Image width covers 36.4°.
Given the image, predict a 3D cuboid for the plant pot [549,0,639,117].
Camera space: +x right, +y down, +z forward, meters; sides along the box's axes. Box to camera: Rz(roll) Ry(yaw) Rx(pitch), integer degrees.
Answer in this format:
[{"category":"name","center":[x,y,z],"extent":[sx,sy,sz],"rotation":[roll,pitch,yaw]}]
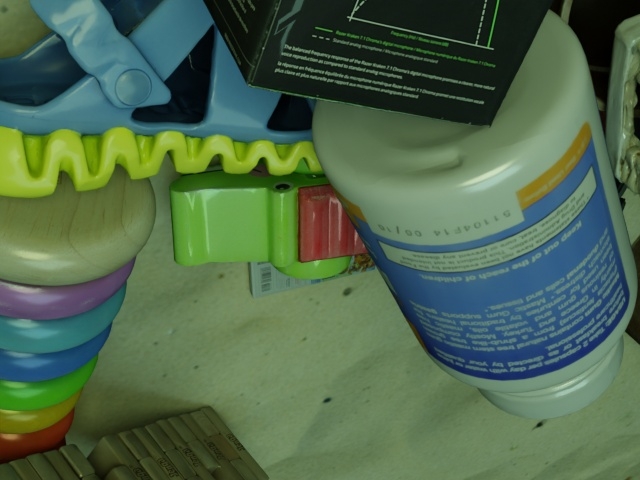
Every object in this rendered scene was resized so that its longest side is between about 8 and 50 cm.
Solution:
[{"category":"plant pot","center":[0.183,-0.190,0.610],"extent":[0.167,0.165,0.167],"rotation":[-13,132,-15]}]

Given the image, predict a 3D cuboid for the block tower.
[{"category":"block tower","center":[-0.171,0.211,0.732],"extent":[0.091,0.097,0.335],"rotation":[-52,158,17]}]

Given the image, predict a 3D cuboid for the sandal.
[{"category":"sandal","center":[-0.068,-0.114,0.583],"extent":[0.317,0.126,0.138],"rotation":[-11,124,-29]}]

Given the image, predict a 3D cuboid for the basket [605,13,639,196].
[{"category":"basket","center":[0.262,-0.080,0.553],"extent":[0.167,0.103,0.113],"rotation":[-21,135,-8]}]

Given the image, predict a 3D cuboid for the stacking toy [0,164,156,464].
[{"category":"stacking toy","center":[-0.214,0.077,0.698],"extent":[0.141,0.141,0.330],"rotation":[0,135,-24]}]

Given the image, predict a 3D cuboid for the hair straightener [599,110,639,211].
[{"category":"hair straightener","center":[0.258,-0.031,0.860],"extent":[0.089,0.047,0.230],"rotation":[-8,131,-18]}]

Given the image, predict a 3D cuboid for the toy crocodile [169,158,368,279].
[{"category":"toy crocodile","center":[0.057,-0.030,0.720],"extent":[0.340,0.105,0.115],"rotation":[-5,120,-20]}]

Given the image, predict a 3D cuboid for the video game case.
[{"category":"video game case","center":[0.000,0.000,0.795],"extent":[0.122,0.011,0.087],"rotation":[-12,131,-14]}]

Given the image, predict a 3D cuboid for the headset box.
[{"category":"headset box","center":[0.034,-0.240,0.445],"extent":[0.131,0.246,0.283],"rotation":[5,124,-27]}]

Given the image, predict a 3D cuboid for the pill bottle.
[{"category":"pill bottle","center":[0.110,-0.001,0.600],"extent":[0.152,0.152,0.272],"rotation":[-29,135,1]}]

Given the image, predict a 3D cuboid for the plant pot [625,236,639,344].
[{"category":"plant pot","center":[0.431,0.090,0.916],"extent":[0.215,0.230,0.215],"rotation":[-13,132,-15]}]
